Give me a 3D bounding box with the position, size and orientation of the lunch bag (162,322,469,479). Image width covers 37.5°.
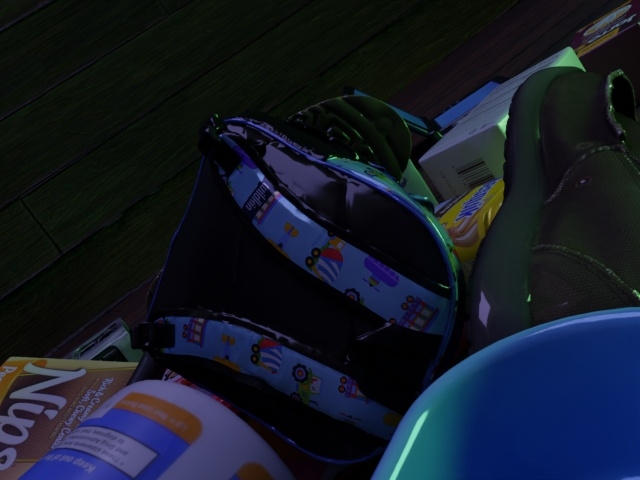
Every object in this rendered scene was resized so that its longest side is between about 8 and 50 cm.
[{"bbox_3d":[-0.033,0.109,0.728,0.258,0.120,0.293,-42,9,-16],"label":"lunch bag"}]

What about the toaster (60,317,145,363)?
[{"bbox_3d":[-0.282,0.191,1.195,0.168,0.110,0.185,-36,9,-9],"label":"toaster"}]

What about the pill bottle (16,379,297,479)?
[{"bbox_3d":[-0.133,0.204,0.446,0.152,0.152,0.272,-25,13,49],"label":"pill bottle"}]

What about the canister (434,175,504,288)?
[{"bbox_3d":[0.136,-0.003,0.798,0.126,0.073,0.170,-41,9,-35],"label":"canister"}]

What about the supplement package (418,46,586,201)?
[{"bbox_3d":[0.200,-0.094,0.929,0.105,0.105,0.179,-25,13,48],"label":"supplement package"}]

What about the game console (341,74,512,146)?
[{"bbox_3d":[0.187,-0.259,1.623,0.250,0.173,0.293,-34,9,9],"label":"game console"}]

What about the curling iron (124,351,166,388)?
[{"bbox_3d":[-0.171,0.192,0.692,0.274,0.035,0.068,-60,0,6],"label":"curling iron"}]

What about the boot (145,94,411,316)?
[{"bbox_3d":[-0.040,-0.030,0.768,0.236,0.089,0.269,-39,7,5],"label":"boot"}]

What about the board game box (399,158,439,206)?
[{"bbox_3d":[0.000,0.000,1.207,0.303,0.097,0.224,-33,8,7],"label":"board game box"}]

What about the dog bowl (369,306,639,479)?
[{"bbox_3d":[0.075,0.113,0.278,0.166,0.074,0.297,-12,18,28],"label":"dog bowl"}]

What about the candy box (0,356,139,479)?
[{"bbox_3d":[-0.292,0.228,0.855,0.183,0.088,0.316,-1,27,23],"label":"candy box"}]

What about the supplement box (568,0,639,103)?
[{"bbox_3d":[0.347,-0.213,1.086,0.104,0.081,0.188,-29,11,31],"label":"supplement box"}]

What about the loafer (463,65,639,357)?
[{"bbox_3d":[0.177,-0.001,0.562,0.130,0.134,0.366,-3,32,20],"label":"loafer"}]

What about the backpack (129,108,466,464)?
[{"bbox_3d":[0.005,0.028,0.509,0.117,0.173,0.158,4,-70,-56],"label":"backpack"}]
